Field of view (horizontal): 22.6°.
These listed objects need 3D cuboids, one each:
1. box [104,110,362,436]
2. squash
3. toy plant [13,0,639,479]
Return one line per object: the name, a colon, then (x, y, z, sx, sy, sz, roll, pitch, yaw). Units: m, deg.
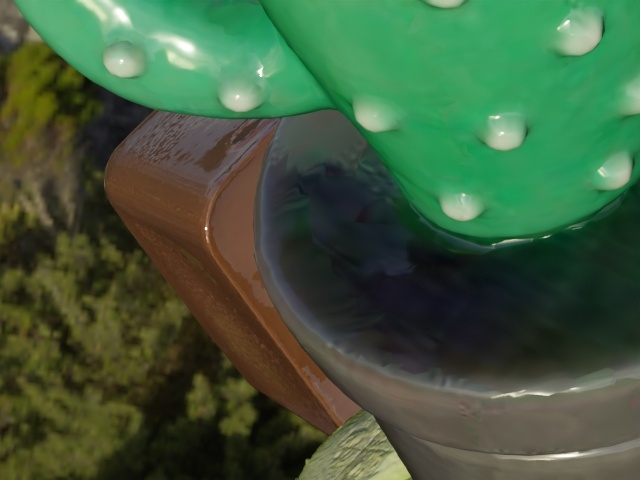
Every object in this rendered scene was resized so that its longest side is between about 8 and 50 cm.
box: (0.000, 0.000, 1.441, 0.239, 0.339, 0.229, -45, 32, -16)
squash: (0.070, 0.217, 1.105, 0.137, 0.287, 0.137, -13, 41, 12)
toy plant: (0.053, -0.039, 0.490, 0.279, 0.400, 0.185, 16, 60, 27)
